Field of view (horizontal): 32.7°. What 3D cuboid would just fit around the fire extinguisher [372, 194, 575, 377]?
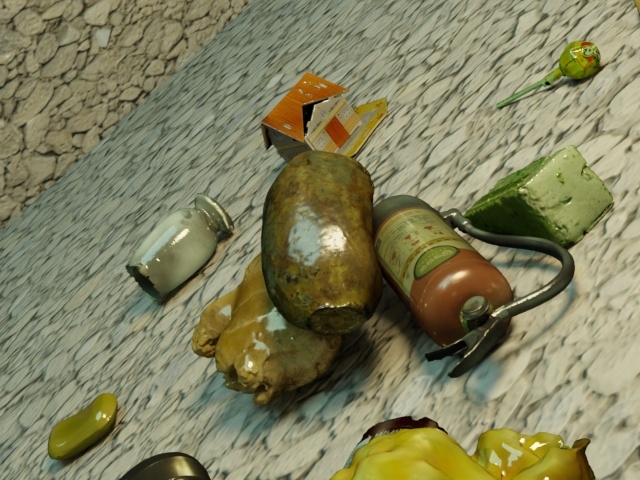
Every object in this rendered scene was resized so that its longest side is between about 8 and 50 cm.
[{"bbox_3d":[0.172,0.028,1.341,0.200,0.113,0.376,-46,24,6],"label":"fire extinguisher"}]

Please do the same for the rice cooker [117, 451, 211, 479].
[{"bbox_3d":[-0.203,0.340,1.350,0.165,0.112,0.106,-44,30,-10],"label":"rice cooker"}]

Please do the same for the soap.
[{"bbox_3d":[-0.379,0.299,1.749,0.140,0.045,0.089,-35,22,13],"label":"soap"}]

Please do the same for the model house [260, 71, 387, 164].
[{"bbox_3d":[-0.003,-0.236,2.032,0.207,0.136,0.219,-5,41,54],"label":"model house"}]

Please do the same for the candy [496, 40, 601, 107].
[{"bbox_3d":[0.345,-0.248,1.679,0.194,0.062,0.058,-28,70,44],"label":"candy"}]

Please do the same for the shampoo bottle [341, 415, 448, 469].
[{"bbox_3d":[0.031,0.300,1.048,0.129,0.084,0.323,-28,14,34],"label":"shampoo bottle"}]

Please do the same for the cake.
[{"bbox_3d":[0.256,-0.067,1.422,0.100,0.099,0.235,-43,23,-13],"label":"cake"}]

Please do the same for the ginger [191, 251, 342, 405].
[{"bbox_3d":[-0.056,0.101,1.573,0.236,0.166,0.375,-45,6,14],"label":"ginger"}]

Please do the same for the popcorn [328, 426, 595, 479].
[{"bbox_3d":[0.098,0.304,0.823,0.321,0.325,0.290,-3,3,-27],"label":"popcorn"}]

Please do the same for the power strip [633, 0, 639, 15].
[{"bbox_3d":[0.500,-0.309,1.561,0.064,0.044,0.305,-29,25,21],"label":"power strip"}]

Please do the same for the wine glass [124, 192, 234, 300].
[{"bbox_3d":[-0.256,0.009,1.996,0.204,0.111,0.111,-45,24,-21],"label":"wine glass"}]

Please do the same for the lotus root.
[{"bbox_3d":[0.000,0.000,1.399,0.275,0.152,0.160,-101,25,-44],"label":"lotus root"}]
